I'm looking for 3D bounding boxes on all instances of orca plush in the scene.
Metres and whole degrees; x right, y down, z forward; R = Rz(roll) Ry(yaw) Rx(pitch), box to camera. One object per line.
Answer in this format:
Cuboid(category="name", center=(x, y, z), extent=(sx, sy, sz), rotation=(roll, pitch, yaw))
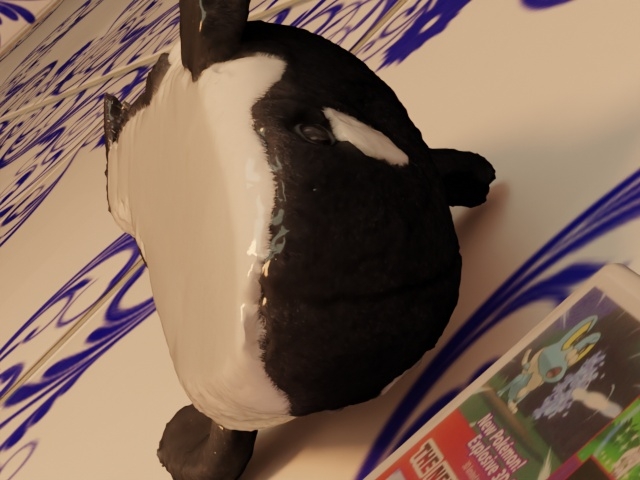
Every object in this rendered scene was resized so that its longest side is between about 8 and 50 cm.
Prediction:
Cuboid(category="orca plush", center=(0.000, 0.000, 0.580), extent=(0.287, 0.102, 0.151), rotation=(150, 120, -75))

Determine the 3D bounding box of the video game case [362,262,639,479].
Cuboid(category="video game case", center=(0.014, 0.089, 0.321), extent=(0.183, 0.023, 0.201), rotation=(-42, 12, 2))
